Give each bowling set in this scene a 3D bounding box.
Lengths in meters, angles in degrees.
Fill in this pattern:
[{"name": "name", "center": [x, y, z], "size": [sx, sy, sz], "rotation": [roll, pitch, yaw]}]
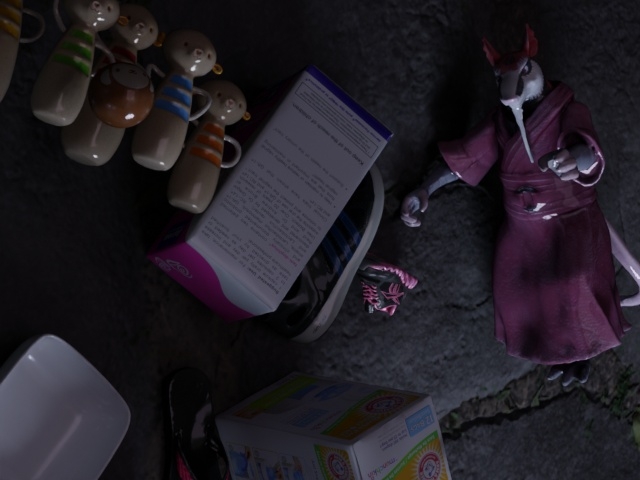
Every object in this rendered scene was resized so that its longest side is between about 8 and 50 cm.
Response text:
[{"name": "bowling set", "center": [-0.159, -0.148, 1.631], "size": [0.287, 0.200, 0.154], "rotation": [25, 74, -23]}]

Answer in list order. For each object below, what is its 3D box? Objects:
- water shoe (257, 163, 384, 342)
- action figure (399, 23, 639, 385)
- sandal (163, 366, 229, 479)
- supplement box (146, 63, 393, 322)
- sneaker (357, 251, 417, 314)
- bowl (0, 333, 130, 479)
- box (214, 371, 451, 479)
[{"name": "water shoe", "center": [0.000, 0.000, 1.900], "size": [0.080, 0.073, 0.203], "rotation": [29, 72, -30]}, {"name": "action figure", "center": [0.252, -0.051, 2.000], "size": [0.275, 0.248, 0.370], "rotation": [-23, 111, -38]}, {"name": "sandal", "center": [-0.117, 0.212, 1.836], "size": [0.067, 0.040, 0.179], "rotation": [-14, 103, -39]}, {"name": "supplement box", "center": [-0.048, -0.043, 1.811], "size": [0.114, 0.111, 0.220], "rotation": [39, 67, -16]}, {"name": "sneaker", "center": [0.060, 0.048, 1.959], "size": [0.057, 0.047, 0.119], "rotation": [-61, 152, -1]}, {"name": "bowl", "center": [-0.254, 0.168, 1.706], "size": [0.142, 0.053, 0.142], "rotation": [49, 62, -32]}, {"name": "box", "center": [0.013, 0.204, 1.840], "size": [0.114, 0.203, 0.103], "rotation": [-27, 111, -36]}]
